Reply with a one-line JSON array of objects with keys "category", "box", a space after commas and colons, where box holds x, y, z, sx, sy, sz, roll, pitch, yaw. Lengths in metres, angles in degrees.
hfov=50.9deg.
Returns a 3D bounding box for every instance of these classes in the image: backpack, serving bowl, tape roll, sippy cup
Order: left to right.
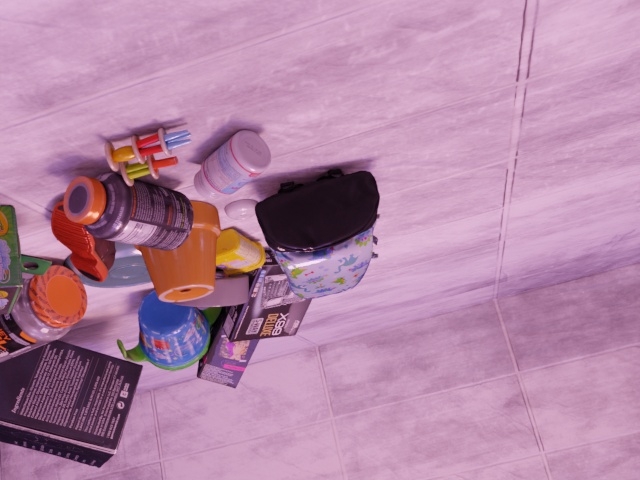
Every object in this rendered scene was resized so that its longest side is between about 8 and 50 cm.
[{"category": "sippy cup", "box": [-0.470, 0.262, 2.110, 0.240, 0.305, 0.224, 21, 151, 8]}, {"category": "tape roll", "box": [-0.309, 0.132, 1.866, 0.219, 0.072, 0.219, 0, -176, 0]}, {"category": "serving bowl", "box": [-0.185, -0.068, 1.597, 0.083, 0.027, 0.083, -12, 161, -4]}, {"category": "backpack", "box": [0.000, 0.000, 1.638, 0.290, 0.273, 0.355, -17, 175, -9]}]

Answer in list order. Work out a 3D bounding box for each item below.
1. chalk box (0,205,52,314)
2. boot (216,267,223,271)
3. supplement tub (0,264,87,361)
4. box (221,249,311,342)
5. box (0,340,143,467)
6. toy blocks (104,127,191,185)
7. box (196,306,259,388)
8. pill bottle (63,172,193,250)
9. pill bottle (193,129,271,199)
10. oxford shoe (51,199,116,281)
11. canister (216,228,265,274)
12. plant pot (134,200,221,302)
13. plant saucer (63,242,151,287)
[{"category": "chalk box", "box": [-0.694, 0.043, 1.335, 0.289, 0.179, 0.180, -2, 158, -34]}, {"category": "boot", "box": [-0.240, 0.138, 2.073, 0.305, 0.112, 0.115, -1, 148, -27]}, {"category": "supplement tub", "box": [-0.751, 0.183, 1.686, 0.316, 0.194, 0.193, -23, 160, 25]}, {"category": "box", "box": [-0.141, 0.167, 2.041, 0.242, 0.076, 0.307, 1, 128, -35]}, {"category": "box", "box": [-0.880, 0.524, 2.203, 0.471, 0.297, 0.480, 19, 152, -16]}, {"category": "toy blocks", "box": [-0.296, -0.155, 1.216, 0.148, 0.054, 0.123, -14, 161, 3]}, {"category": "box", "box": [-0.301, 0.334, 2.264, 0.143, 0.165, 0.270, 21, 113, -16]}, {"category": "pill bottle", "box": [-0.378, -0.059, 1.325, 0.130, 0.130, 0.245, -23, 159, 28]}, {"category": "pill bottle", "box": [-0.174, -0.139, 1.294, 0.087, 0.087, 0.160, 4, 156, -43]}, {"category": "oxford shoe", "box": [-0.506, -0.019, 1.460, 0.097, 0.098, 0.271, 21, 148, 8]}, {"category": "canister", "box": [-0.236, 0.031, 1.789, 0.126, 0.073, 0.170, -17, 160, 14]}, {"category": "plant pot", "box": [-0.322, 0.035, 1.551, 0.205, 0.188, 0.205, -12, 162, -4]}, {"category": "plant saucer", "box": [-0.501, 0.065, 1.755, 0.317, 0.044, 0.317, -11, 162, -4]}]
